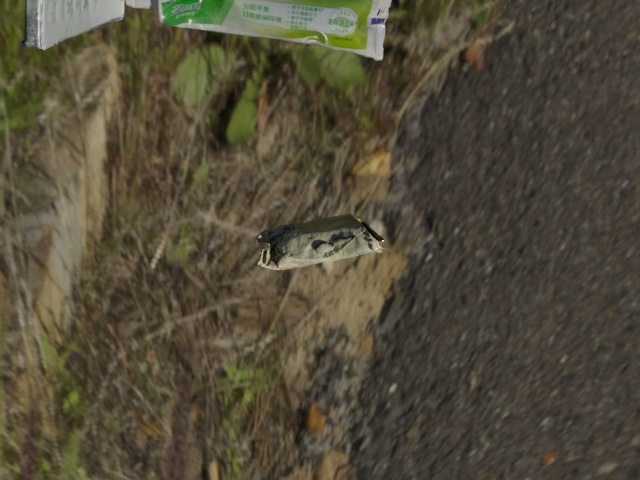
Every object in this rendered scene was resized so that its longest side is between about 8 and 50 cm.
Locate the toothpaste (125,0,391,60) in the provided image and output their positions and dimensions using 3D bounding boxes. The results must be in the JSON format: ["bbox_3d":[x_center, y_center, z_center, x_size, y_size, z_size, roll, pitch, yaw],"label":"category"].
[{"bbox_3d":[-0.059,-0.218,1.159,0.248,0.078,0.047,6,33,1],"label":"toothpaste"}]

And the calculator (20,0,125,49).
[{"bbox_3d":[-0.205,-0.254,1.056,0.021,0.261,0.161,6,107,5],"label":"calculator"}]

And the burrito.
[{"bbox_3d":[0.000,0.000,1.210,0.149,0.041,0.055,-12,50,33],"label":"burrito"}]
